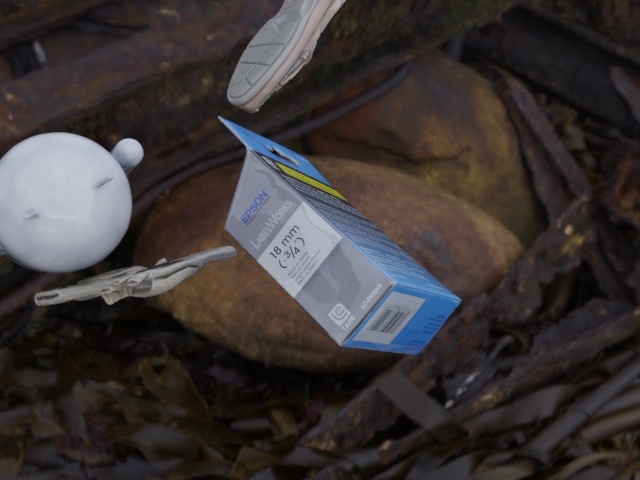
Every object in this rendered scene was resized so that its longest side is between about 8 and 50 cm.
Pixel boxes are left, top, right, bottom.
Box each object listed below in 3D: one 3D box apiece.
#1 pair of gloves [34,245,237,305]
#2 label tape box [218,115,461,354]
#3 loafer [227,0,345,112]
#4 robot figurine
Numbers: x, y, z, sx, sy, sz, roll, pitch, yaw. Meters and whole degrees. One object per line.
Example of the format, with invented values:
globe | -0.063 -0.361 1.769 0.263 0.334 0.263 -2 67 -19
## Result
pair of gloves | -0.260 0.059 1.274 0.240 0.042 0.204 -12 5 35
label tape box | 0.000 0.000 1.174 0.334 0.106 0.241 44 12 27
loafer | -0.013 -0.132 0.576 0.045 0.039 0.125 17 75 50
robot figurine | -0.396 -0.051 1.332 0.300 0.353 0.199 -42 103 -18
